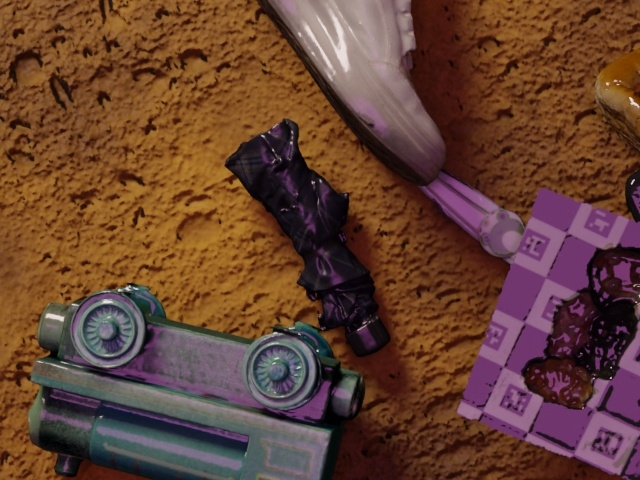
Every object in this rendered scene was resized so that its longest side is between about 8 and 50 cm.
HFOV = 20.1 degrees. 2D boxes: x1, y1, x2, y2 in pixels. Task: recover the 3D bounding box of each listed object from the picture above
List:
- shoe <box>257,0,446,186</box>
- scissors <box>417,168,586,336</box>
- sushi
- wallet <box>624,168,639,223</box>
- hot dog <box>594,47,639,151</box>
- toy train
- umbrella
[{"bbox_3d":[0.045,-0.208,1.612,0.159,0.124,0.316,-38,83,-3],"label":"shoe"},{"bbox_3d":[0.167,-0.005,1.627,0.204,0.027,0.101,39,91,6],"label":"scissors"},{"bbox_3d":[0.245,0.084,1.585,0.192,0.050,0.215,20,94,5],"label":"sushi"},{"bbox_3d":[0.393,-0.033,1.594,0.250,0.044,0.149,-20,81,6],"label":"wallet"},{"bbox_3d":[0.328,-0.079,1.554,0.084,0.073,0.242,-36,63,-1],"label":"hot dog"},{"bbox_3d":[-0.116,0.151,1.611,0.298,0.120,0.194,13,93,8],"label":"toy train"},{"bbox_3d":[0.002,-0.001,1.630,0.080,0.071,0.224,-30,88,44],"label":"umbrella"}]
